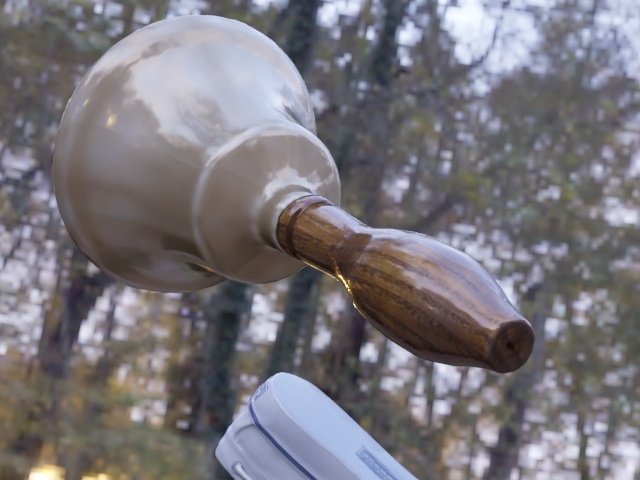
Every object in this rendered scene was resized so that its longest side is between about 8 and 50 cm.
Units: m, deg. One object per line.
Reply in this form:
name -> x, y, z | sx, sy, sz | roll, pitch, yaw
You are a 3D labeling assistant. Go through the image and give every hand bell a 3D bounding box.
hand bell -> 0.000, 0.000, 0.621 | 0.126, 0.126, 0.242 | 19, 8, -34

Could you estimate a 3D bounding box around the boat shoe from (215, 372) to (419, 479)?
boat shoe -> 0.037, 0.204, 1.095 | 0.258, 0.084, 0.095 | 46, 20, 14
